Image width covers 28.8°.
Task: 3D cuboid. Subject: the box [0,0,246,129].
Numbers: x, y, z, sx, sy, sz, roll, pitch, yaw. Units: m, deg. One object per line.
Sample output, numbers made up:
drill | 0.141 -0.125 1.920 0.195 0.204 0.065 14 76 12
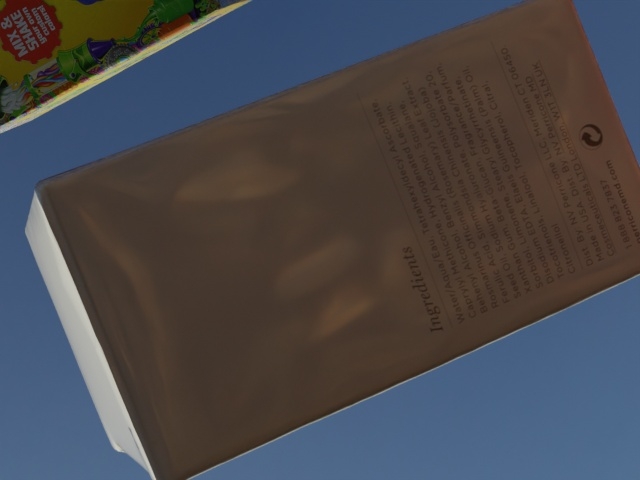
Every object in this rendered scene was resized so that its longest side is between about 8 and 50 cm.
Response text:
box | -0.254 -0.278 1.110 0.279 0.177 0.289 -26 -80 15

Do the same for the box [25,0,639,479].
box | 0.000 0.000 0.410 0.171 0.130 0.091 -22 -88 -16
